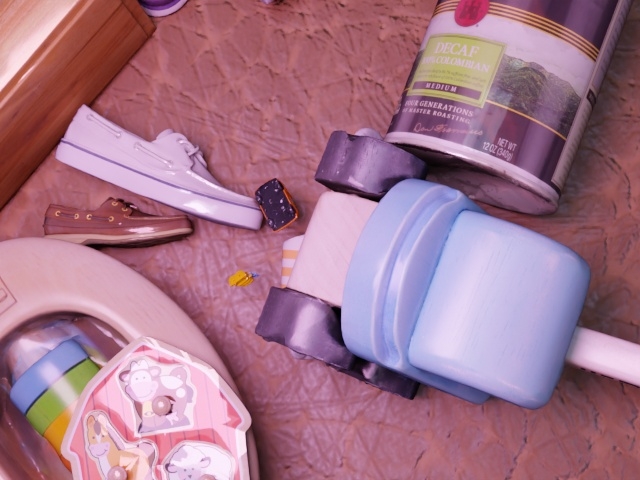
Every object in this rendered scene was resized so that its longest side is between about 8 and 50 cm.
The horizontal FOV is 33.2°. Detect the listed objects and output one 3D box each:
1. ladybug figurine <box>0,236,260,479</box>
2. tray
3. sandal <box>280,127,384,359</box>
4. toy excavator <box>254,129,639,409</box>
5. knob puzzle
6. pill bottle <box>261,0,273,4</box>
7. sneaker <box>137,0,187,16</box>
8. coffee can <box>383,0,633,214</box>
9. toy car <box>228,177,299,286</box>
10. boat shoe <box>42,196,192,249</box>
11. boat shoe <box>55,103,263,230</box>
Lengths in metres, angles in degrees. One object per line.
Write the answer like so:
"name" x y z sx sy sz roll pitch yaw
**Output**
"ladybug figurine" -0.244 0.190 1.160 0.305 0.162 0.449 -38 81 -2
"tray" -0.360 -0.132 1.193 0.076 0.203 0.411 40 87 9
"sandal" 0.006 0.001 1.199 0.076 0.102 0.265 17 92 36
"toy excavator" 0.225 0.098 1.081 0.445 0.433 0.222 18 83 36
"knob puzzle" -0.163 0.190 1.056 0.213 0.030 0.213 -1 81 4
"pill bottle" -0.005 -0.374 1.235 0.216 0.121 0.121 -38 81 -1
"sneaker" -0.266 -0.392 1.260 0.283 0.124 0.107 41 87 9
"coffee can" 0.205 -0.190 1.151 0.201 0.201 0.275 20 85 8
"toy car" -0.067 -0.008 1.187 0.060 0.040 0.122 44 101 25
"boat shoe" -0.236 -0.021 1.238 0.178 0.064 0.060 -3 84 7
"boat shoe" -0.178 -0.086 1.226 0.258 0.095 0.084 21 89 7
